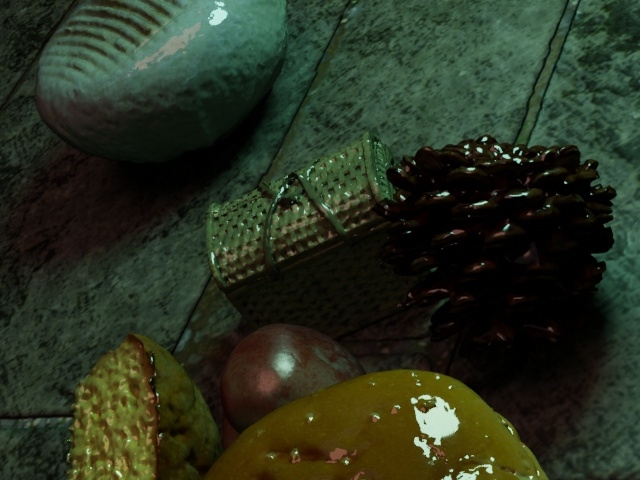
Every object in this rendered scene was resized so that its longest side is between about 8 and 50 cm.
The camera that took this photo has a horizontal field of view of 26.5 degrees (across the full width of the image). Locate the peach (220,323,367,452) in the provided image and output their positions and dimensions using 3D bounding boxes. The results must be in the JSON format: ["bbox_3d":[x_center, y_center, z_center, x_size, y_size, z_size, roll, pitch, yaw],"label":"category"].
[{"bbox_3d":[-0.029,0.146,1.248,0.152,0.152,0.152,-23,37,19],"label":"peach"}]

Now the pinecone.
[{"bbox_3d":[0.152,0.008,1.198,0.221,0.221,0.221,-23,37,19],"label":"pinecone"}]

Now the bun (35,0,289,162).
[{"bbox_3d":[-0.191,-0.234,1.751,0.362,0.211,0.362,-20,39,17],"label":"bun"}]

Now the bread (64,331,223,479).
[{"bbox_3d":[-0.156,0.225,1.260,0.129,0.134,0.260,-22,52,35],"label":"bread"}]

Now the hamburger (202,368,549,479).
[{"bbox_3d":[0.038,0.243,1.051,0.314,0.170,0.290,-31,42,5],"label":"hamburger"}]

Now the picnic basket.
[{"bbox_3d":[0.000,0.000,1.371,0.196,0.154,0.134,-24,37,16],"label":"picnic basket"}]
